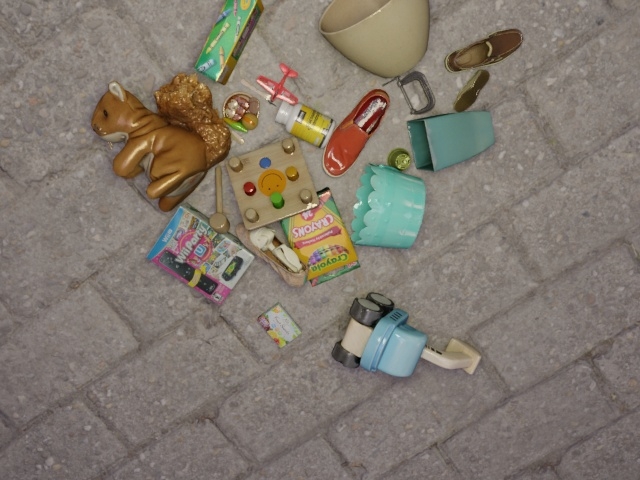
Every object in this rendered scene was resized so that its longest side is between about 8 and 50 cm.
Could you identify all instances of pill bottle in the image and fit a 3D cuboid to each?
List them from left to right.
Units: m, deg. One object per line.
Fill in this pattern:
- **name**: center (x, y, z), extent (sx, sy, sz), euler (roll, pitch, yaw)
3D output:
- **pill bottle**: center (-0.051, -0.383, 1.571), extent (0.184, 0.103, 0.103), euler (24, 102, -8)

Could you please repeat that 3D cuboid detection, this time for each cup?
- **cup**: center (0.194, -0.634, 1.433), extent (0.331, 0.331, 0.237), euler (-38, 127, 8)

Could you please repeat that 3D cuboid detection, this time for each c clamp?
- **c clamp**: center (0.302, -0.486, 1.600), extent (0.137, 0.022, 0.161), euler (-34, 101, 2)

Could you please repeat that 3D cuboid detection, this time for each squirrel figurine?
- **squirrel figurine**: center (-0.501, -0.349, 1.519), extent (0.397, 0.281, 0.370), euler (-41, 91, -4)

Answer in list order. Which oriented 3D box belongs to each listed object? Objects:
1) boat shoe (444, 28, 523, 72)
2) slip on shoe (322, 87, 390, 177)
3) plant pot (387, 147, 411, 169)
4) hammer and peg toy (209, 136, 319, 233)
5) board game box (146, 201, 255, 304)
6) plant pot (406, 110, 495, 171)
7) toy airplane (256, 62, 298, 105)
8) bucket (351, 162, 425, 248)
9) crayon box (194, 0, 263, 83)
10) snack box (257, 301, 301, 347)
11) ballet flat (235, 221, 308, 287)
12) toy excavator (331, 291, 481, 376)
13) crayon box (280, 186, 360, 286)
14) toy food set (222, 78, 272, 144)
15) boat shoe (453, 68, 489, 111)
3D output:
- **boat shoe**: center (0.533, -0.602, 1.536), extent (0.257, 0.095, 0.095), euler (-24, 104, 4)
- **slip on shoe**: center (0.115, -0.354, 1.586), extent (0.123, 0.101, 0.331), euler (34, 102, -11)
- **plant pot**: center (0.271, -0.269, 1.621), extent (0.083, 0.079, 0.084), euler (0, 105, -1)
- **hammer and peg toy**: center (-0.210, -0.174, 1.561), extent (0.360, 0.127, 0.266), euler (-19, 77, 0)
- **board game box**: center (-0.409, 0.047, 1.675), extent (0.303, 0.097, 0.224), euler (35, 100, -9)
- **plant pot**: center (0.433, -0.340, 1.569), extent (0.234, 0.166, 0.166), euler (-16, 104, -5)
- **toy airplane**: center (-0.130, -0.514, 1.574), extent (0.151, 0.028, 0.151), euler (-2, 107, -7)
- **bucket**: center (0.216, -0.104, 1.569), extent (0.182, 0.281, 0.282), euler (10, 104, -6)
- **crayon box**: center (-0.276, -0.624, 1.473), extent (0.081, 0.165, 0.279), euler (29, 101, -8)
- **snack box**: center (-0.151, 0.313, 1.778), extent (0.100, 0.037, 0.141), euler (-37, 102, 6)
- **ballet flat**: center (-0.156, 0.025, 1.632), extent (0.316, 0.106, 0.107), euler (40, 56, 7)
- **toy excavator**: center (0.322, 0.379, 1.695), extent (0.444, 0.433, 0.223), euler (28, 103, 21)
- **crayon box**: center (0.000, 0.000, 1.682), extent (0.202, 0.081, 0.319), euler (-23, 104, 4)
- **toy food set**: center (-0.260, -0.426, 1.588), extent (0.132, 0.038, 0.192), euler (32, 101, -9)
- **boat shoe**: center (0.495, -0.497, 1.593), extent (0.056, 0.048, 0.153), euler (26, 109, -20)
